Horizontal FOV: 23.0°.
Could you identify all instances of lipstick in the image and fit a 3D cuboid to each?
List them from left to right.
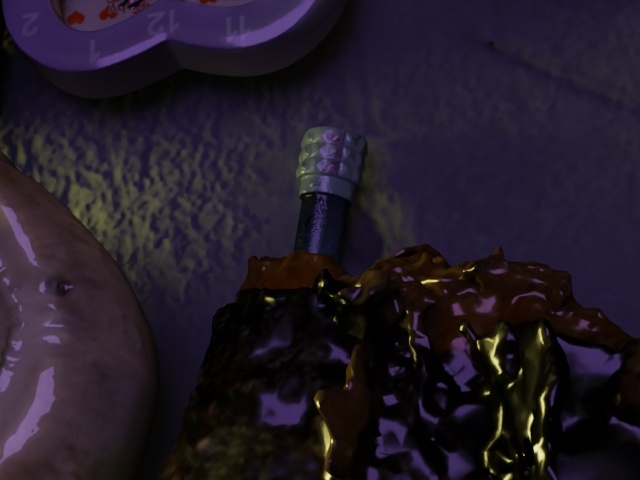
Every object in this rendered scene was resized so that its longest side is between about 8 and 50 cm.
[{"bbox_3d":[0.000,0.000,0.826,0.037,0.037,0.116,4,74,16],"label":"lipstick"}]

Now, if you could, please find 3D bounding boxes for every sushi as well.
[{"bbox_3d":[0.095,0.110,0.646,0.348,0.234,0.207,11,70,14],"label":"sushi"}]

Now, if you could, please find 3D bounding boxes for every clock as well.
[{"bbox_3d":[-0.078,-0.163,0.899,0.198,0.064,0.172,-8,65,11],"label":"clock"}]

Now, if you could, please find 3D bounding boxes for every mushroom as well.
[{"bbox_3d":[-0.213,0.051,0.745,0.260,0.234,0.254,-1,70,14],"label":"mushroom"}]

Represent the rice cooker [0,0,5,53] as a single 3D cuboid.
[{"bbox_3d":[-0.244,-0.129,0.884,0.127,0.145,0.206,1,71,5],"label":"rice cooker"}]
